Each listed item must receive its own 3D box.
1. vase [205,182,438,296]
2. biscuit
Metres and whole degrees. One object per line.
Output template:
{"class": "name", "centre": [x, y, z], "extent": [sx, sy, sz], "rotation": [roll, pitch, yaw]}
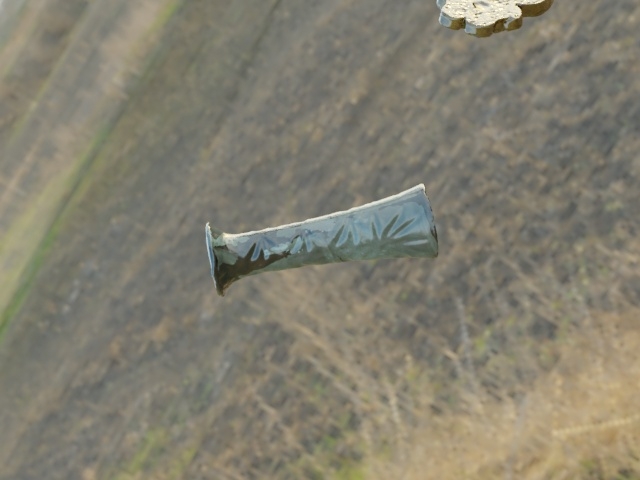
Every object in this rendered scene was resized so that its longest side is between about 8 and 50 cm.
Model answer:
{"class": "vase", "centre": [0.000, 0.000, 1.079], "extent": [0.059, 0.167, 0.059], "rotation": [170, 90, -87]}
{"class": "biscuit", "centre": [0.201, -0.281, 1.701], "extent": [0.175, 0.124, 0.026], "rotation": [-42, -35, -43]}
